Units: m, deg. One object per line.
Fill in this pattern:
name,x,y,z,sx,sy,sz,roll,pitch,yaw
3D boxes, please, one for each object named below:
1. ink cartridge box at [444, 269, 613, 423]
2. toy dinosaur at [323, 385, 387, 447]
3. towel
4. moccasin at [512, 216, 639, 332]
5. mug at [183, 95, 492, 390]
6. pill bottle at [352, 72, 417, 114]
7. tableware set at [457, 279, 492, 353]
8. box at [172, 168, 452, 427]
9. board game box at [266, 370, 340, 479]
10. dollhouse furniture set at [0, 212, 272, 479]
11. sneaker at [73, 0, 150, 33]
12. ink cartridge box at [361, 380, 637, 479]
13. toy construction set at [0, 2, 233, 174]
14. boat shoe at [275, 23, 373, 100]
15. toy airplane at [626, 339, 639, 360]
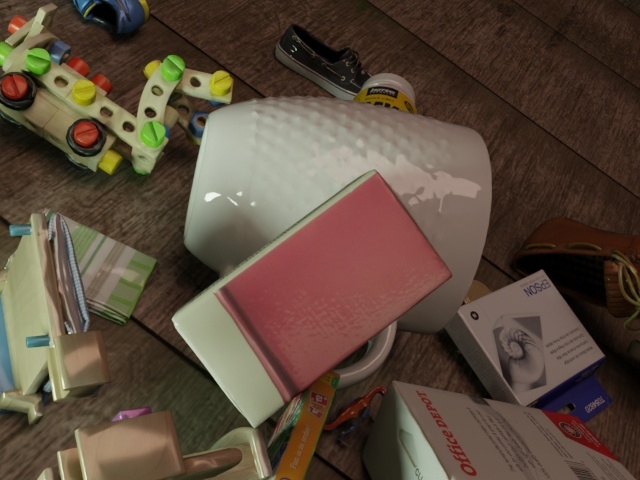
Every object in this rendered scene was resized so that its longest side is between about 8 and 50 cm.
ink cartridge box,0.311,0.167,1.096,0.223,0.045,0.224,-18,69,-40
toy dinosaur,0.048,0.204,0.909,0.047,0.090,0.082,40,86,23
towel,-0.280,0.027,0.913,0.152,0.023,0.113,25,43,-9
moccasin,0.462,0.061,1.145,0.147,0.139,0.380,-34,39,-28
mug,0.000,0.000,0.945,0.328,0.276,0.374,12,66,-12
pill bottle,0.097,-0.182,1.263,0.119,0.119,0.208,25,42,-8
tableware set,0.268,0.135,1.141,0.168,0.020,0.141,26,48,-13
box,-0.012,0.051,0.751,0.232,0.148,0.127,-37,94,-5
board game box,-0.049,0.255,0.762,0.039,0.124,0.259,26,42,-5
dollhouse furniture set,-0.178,0.095,0.714,0.198,0.286,0.303,-4,65,-33
sneaker,-0.374,-0.406,1.227,0.209,0.069,0.082,39,46,6
ink cartridge box,0.205,0.272,0.853,0.272,0.114,0.197,15,17,-19
toy construction set,-0.301,-0.207,1.024,0.327,0.151,0.215,28,66,6
boat shoe,0.031,-0.318,1.381,0.228,0.076,0.080,29,42,-3
toy airplane,0.678,0.266,1.074,0.386,0.272,0.384,7,26,-7
